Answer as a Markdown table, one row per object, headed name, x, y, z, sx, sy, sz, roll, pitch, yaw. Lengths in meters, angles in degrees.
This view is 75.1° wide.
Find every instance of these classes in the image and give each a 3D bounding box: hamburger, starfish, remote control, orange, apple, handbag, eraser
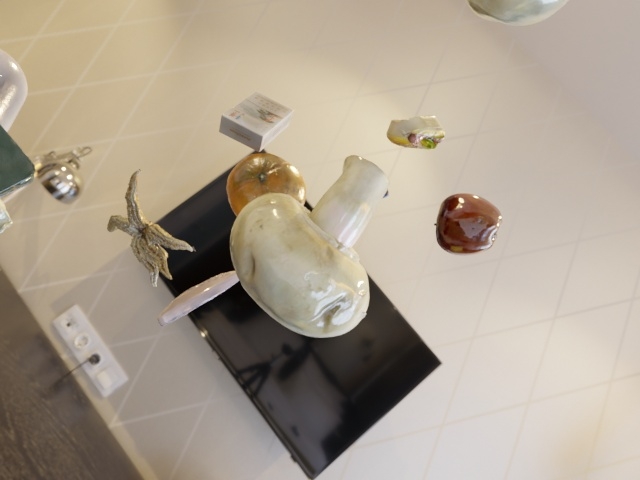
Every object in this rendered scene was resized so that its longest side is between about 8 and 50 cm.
| name | x | y | z | sx | sy | sz | roll | pitch | yaw |
| --- | --- | --- | --- | --- | --- | --- | --- | --- | --- |
| hamburger | 0.334 | -0.376 | 1.466 | 0.172 | 0.210 | 0.116 | 11 | -71 | 47 |
| starfish | -0.510 | -0.013 | 1.264 | 0.294 | 0.301 | 0.084 | 51 | 31 | 6 |
| remote control | -1.089 | -0.481 | 1.354 | 0.103 | 0.333 | 0.221 | 3 | -25 | 17 |
| orange | -0.162 | -0.152 | 1.249 | 0.240 | 0.240 | 0.171 | 50 | -16 | 11 |
| apple | 0.516 | -0.052 | 1.480 | 0.234 | 0.234 | 0.234 | 49 | -11 | 13 |
| handbag | -0.991 | -0.224 | 1.166 | 0.079 | 0.260 | 0.248 | -12 | -64 | 50 |
| eraser | -0.356 | 0.163 | 1.172 | 0.204 | 0.243 | 0.059 | -30 | -89 | 35 |

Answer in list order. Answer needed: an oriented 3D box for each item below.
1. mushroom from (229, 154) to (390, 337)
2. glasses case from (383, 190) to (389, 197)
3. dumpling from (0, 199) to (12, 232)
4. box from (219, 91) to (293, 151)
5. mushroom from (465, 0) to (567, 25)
| name | x | y | z | sx | sy | sz | roll | pitch | yaw |
| --- | --- | --- | --- | --- | --- | --- | --- | --- | --- |
| mushroom | -0.031 | 0.016 | 0.830 | 0.315 | 0.314 | 0.357 | 67 | 25 | -55 |
| glasses case | 0.251 | -0.213 | 1.673 | 0.023 | 0.033 | 0.084 | 153 | -79 | -81 |
| dumpling | -0.843 | -0.081 | 0.994 | 0.099 | 0.134 | 0.170 | 20 | -43 | 56 |
| box | -0.203 | -0.388 | 1.348 | 0.149 | 0.233 | 0.067 | 25 | -48 | 5 |
| mushroom | 0.464 | -0.646 | 0.892 | 0.314 | 0.336 | 0.315 | 45 | -25 | 28 |
